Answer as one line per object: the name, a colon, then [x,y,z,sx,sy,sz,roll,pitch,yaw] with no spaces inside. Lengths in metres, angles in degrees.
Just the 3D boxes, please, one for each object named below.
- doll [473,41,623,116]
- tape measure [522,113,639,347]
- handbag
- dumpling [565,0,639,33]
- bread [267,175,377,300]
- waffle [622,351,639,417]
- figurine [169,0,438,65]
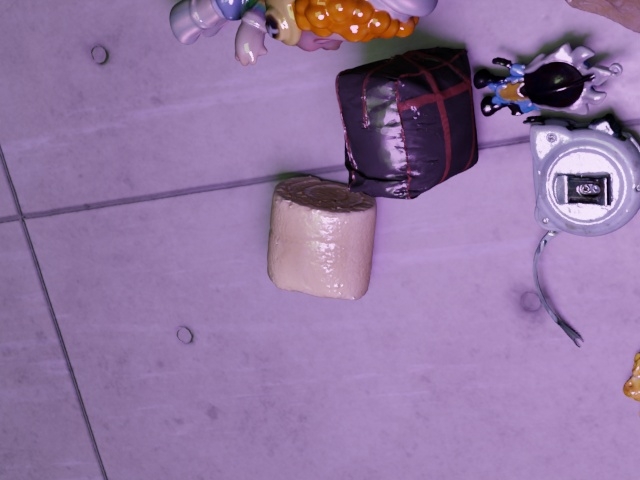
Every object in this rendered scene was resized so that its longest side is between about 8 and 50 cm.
doll: [0.287,-0.199,1.759,0.195,0.070,0.096,-6,115,34]
tape measure: [0.346,0.000,1.803,0.164,0.084,0.330,0,108,28]
handbag: [0.112,-0.154,1.770,0.155,0.215,0.169,7,109,30]
dumpling: [0.450,-0.277,1.653,0.332,0.086,0.166,28,121,6]
bread: [0.000,0.000,1.921,0.148,0.134,0.141,18,116,30]
waffle: [0.502,0.195,1.828,0.211,0.055,0.160,-4,107,24]
figurine: [-0.043,-0.326,1.761,0.382,0.224,0.205,-10,102,26]
